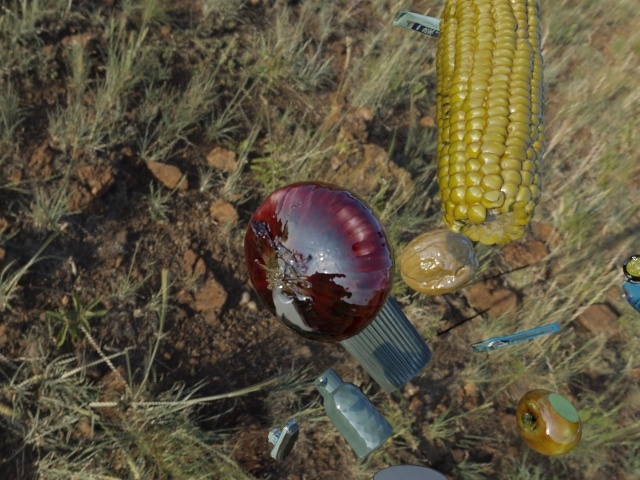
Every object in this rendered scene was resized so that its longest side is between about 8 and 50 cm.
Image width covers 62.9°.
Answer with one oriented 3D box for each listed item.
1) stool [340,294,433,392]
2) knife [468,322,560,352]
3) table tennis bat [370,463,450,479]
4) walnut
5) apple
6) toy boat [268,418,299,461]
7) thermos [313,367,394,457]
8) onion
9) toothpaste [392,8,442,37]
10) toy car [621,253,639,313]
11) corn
[{"bbox_3d":[0.263,0.419,2.155,0.330,0.297,0.297,51,44,9],"label":"stool"},{"bbox_3d":[0.640,0.322,1.729,0.026,0.297,0.044,-60,129,-72],"label":"knife"},{"bbox_3d":[0.110,0.470,0.909,0.021,0.274,0.154,51,37,-47],"label":"table tennis bat"},{"bbox_3d":[0.389,0.077,1.740,0.224,0.257,0.257,52,31,-41],"label":"walnut"},{"bbox_3d":[0.409,0.327,0.941,0.102,0.099,0.114,13,32,-23],"label":"apple"},{"bbox_3d":[-0.098,0.494,1.303,0.066,0.140,0.059,37,33,29],"label":"toy boat"},{"bbox_3d":[0.099,0.544,1.703,0.286,0.145,0.182,50,10,15],"label":"thermos"},{"bbox_3d":[0.010,0.033,0.897,0.273,0.273,0.285,56,27,15],"label":"onion"},{"bbox_3d":[0.244,-0.408,1.015,0.205,0.056,0.036,9,82,-12],"label":"toothpaste"},{"bbox_3d":[0.966,0.098,1.378,0.198,0.314,0.165,30,39,-45],"label":"toy car"},{"bbox_3d":[0.164,-0.146,0.511,0.115,0.115,0.317,21,58,-21],"label":"corn"}]
